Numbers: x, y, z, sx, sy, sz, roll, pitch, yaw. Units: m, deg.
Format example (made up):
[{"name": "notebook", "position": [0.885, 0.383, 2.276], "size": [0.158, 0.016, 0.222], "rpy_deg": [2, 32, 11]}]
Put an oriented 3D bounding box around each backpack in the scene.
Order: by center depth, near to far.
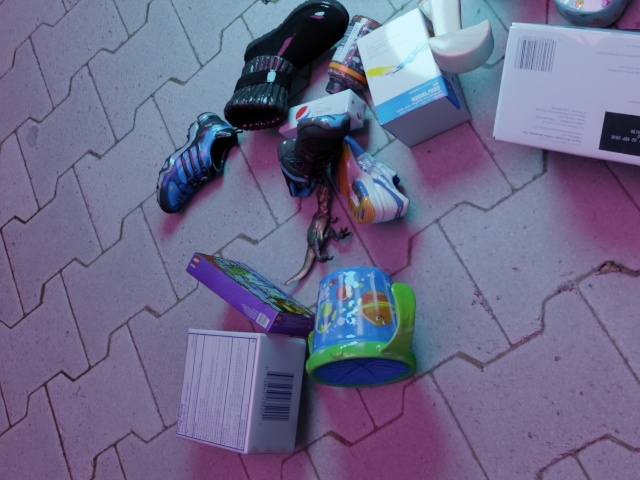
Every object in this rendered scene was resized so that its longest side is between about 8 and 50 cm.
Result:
[{"name": "backpack", "position": [0.572, -0.547, 1.591], "size": [0.166, 0.144, 0.188], "rpy_deg": [32, 99, 26]}]

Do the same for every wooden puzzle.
[{"name": "wooden puzzle", "position": [0.276, -0.568, 1.847], "size": [0.116, 0.014, 0.078], "rpy_deg": [-32, 69, 22]}]

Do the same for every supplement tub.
[{"name": "supplement tub", "position": [0.085, -0.442, 1.878], "size": [0.106, 0.106, 0.198], "rpy_deg": [29, 95, 32]}]

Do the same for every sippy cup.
[{"name": "sippy cup", "position": [0.083, 0.185, 1.684], "size": [0.305, 0.240, 0.224], "rpy_deg": [-13, 61, 19]}]

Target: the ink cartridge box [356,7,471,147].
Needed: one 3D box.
[{"name": "ink cartridge box", "position": [0.213, -0.368, 1.746], "size": [0.168, 0.171, 0.233], "rpy_deg": [-23, 69, 24]}]

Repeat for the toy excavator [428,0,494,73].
[{"name": "toy excavator", "position": [0.338, -0.625, 1.641], "size": [0.445, 0.222, 0.433], "rpy_deg": [-37, 66, 7]}]

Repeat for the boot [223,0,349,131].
[{"name": "boot", "position": [-0.082, -0.427, 1.903], "size": [0.348, 0.131, 0.260], "rpy_deg": [-25, 39, 38]}]

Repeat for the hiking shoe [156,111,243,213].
[{"name": "hiking shoe", "position": [-0.336, -0.198, 2.069], "size": [0.132, 0.113, 0.304], "rpy_deg": [33, 97, 32]}]

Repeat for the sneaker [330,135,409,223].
[{"name": "sneaker", "position": [0.113, -0.144, 1.809], "size": [0.112, 0.131, 0.296], "rpy_deg": [105, 154, -43]}]

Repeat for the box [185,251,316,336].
[{"name": "box", "position": [-0.159, 0.131, 1.840], "size": [0.293, 0.201, 0.057], "rpy_deg": [32, 97, 31]}]

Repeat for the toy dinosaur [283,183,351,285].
[{"name": "toy dinosaur", "position": [0.000, 0.000, 1.859], "size": [0.118, 0.064, 0.268], "rpy_deg": [20, 90, 47]}]

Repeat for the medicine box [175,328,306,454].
[{"name": "medicine box", "position": [-0.192, 0.350, 1.805], "size": [0.289, 0.149, 0.263], "rpy_deg": [-4, 77, 47]}]

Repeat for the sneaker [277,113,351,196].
[{"name": "sneaker", "position": [-0.006, -0.200, 1.805], "size": [0.341, 0.125, 0.140], "rpy_deg": [146, 117, -70]}]

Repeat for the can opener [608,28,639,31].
[{"name": "can opener", "position": [0.576, -0.393, 1.610], "size": [0.283, 0.076, 0.095], "rpy_deg": [9, 116, 31]}]

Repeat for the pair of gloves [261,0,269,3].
[{"name": "pair of gloves", "position": [-0.133, -0.698, 2.119], "size": [0.083, 0.010, 0.074], "rpy_deg": [-18, 71, 27]}]

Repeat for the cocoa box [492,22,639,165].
[{"name": "cocoa box", "position": [0.547, -0.283, 1.462], "size": [0.347, 0.228, 0.231], "rpy_deg": [16, 112, 32]}]

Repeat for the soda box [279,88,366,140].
[{"name": "soda box", "position": [0.004, -0.301, 1.888], "size": [0.216, 0.074, 0.069], "rpy_deg": [-10, 60, 38]}]
